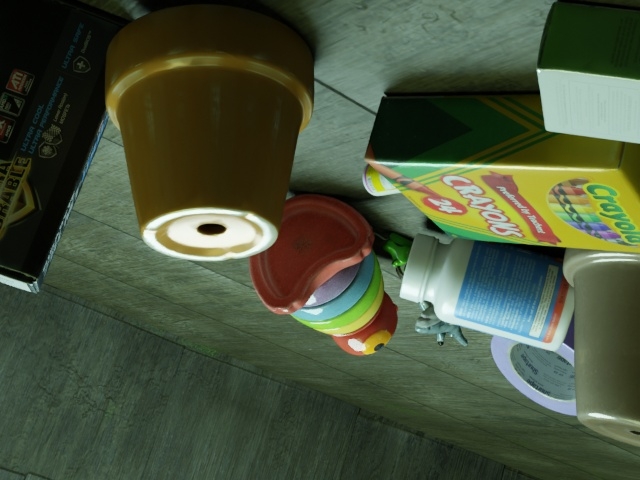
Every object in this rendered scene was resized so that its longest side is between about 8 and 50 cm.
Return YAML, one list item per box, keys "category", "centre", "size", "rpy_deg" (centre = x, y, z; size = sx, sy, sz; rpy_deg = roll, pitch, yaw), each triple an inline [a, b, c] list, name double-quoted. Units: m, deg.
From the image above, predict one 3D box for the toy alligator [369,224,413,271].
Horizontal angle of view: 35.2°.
- category: "toy alligator"
  centre: [0.129, 0.025, 1.459]
  size: [0.189, 0.051, 0.056]
  rpy_deg: [20, 164, -8]

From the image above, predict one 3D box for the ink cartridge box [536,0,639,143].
- category: "ink cartridge box"
  centre: [0.279, -0.120, 0.782]
  size: [0.209, 0.062, 0.109]
  rpy_deg: [11, 163, 20]

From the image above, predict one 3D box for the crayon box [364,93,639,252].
- category: "crayon box"
  centre: [0.229, -0.064, 0.994]
  size: [0.318, 0.081, 0.202]
  rpy_deg: [4, 159, 38]

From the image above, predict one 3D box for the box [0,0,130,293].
- category: "box"
  centre: [-0.372, -0.132, 1.016]
  size: [0.293, 0.296, 0.073]
  rpy_deg: [21, 164, -9]

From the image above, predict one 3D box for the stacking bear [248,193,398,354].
- category: "stacking bear"
  centre: [0.027, 0.072, 1.470]
  size: [0.164, 0.175, 0.289]
  rpy_deg: [52, 180, 40]

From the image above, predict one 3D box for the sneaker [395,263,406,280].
- category: "sneaker"
  centre: [0.142, 0.051, 1.576]
  size: [0.043, 0.040, 0.109]
  rpy_deg: [29, 166, 21]

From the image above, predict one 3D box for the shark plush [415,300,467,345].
- category: "shark plush"
  centre: [0.211, 0.152, 1.776]
  size: [0.073, 0.067, 0.161]
  rpy_deg: [9, 162, 26]

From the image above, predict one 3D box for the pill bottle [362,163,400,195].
- category: "pill bottle"
  centre: [0.089, -0.076, 1.170]
  size: [0.043, 0.043, 0.083]
  rpy_deg: [27, 161, -31]

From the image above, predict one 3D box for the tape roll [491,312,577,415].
- category: "tape roll"
  centre: [0.359, 0.172, 1.526]
  size: [0.189, 0.080, 0.189]
  rpy_deg: [30, 148, 21]

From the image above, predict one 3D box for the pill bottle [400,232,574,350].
- category: "pill bottle"
  centre: [0.224, 0.061, 1.347]
  size: [0.221, 0.124, 0.124]
  rpy_deg: [15, 164, 7]

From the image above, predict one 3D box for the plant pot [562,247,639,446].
- category: "plant pot"
  centre: [0.392, 0.117, 1.168]
  size: [0.263, 0.229, 0.263]
  rpy_deg: [17, 165, 5]

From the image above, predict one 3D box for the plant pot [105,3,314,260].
- category: "plant pot"
  centre: [-0.106, -0.089, 0.968]
  size: [0.205, 0.188, 0.205]
  rpy_deg: [-1, 158, -1]
